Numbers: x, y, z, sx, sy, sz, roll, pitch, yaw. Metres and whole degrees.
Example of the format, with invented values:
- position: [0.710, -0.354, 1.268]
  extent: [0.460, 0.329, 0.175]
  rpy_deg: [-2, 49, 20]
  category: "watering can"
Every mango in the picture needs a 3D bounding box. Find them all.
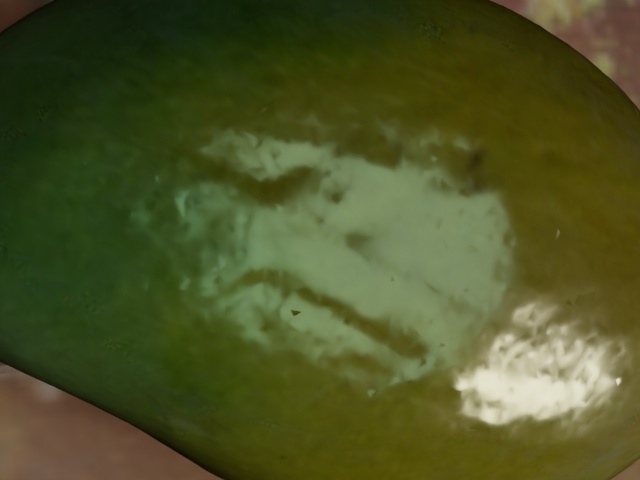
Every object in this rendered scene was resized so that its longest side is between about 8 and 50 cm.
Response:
- position: [0.000, 0.000, 0.451]
  extent: [0.194, 0.092, 0.130]
  rpy_deg: [3, 86, -18]
  category: "mango"
